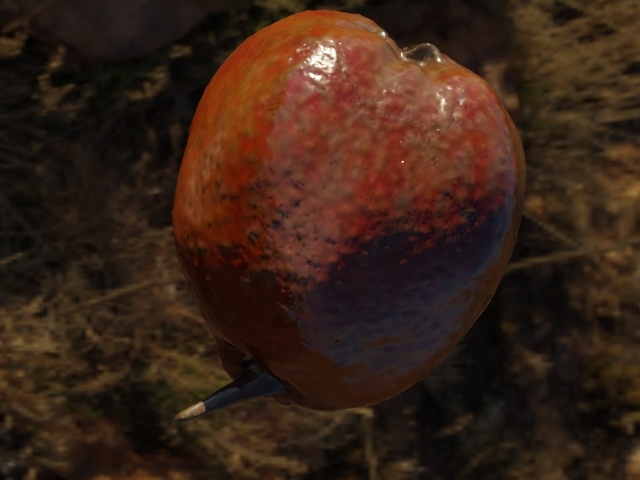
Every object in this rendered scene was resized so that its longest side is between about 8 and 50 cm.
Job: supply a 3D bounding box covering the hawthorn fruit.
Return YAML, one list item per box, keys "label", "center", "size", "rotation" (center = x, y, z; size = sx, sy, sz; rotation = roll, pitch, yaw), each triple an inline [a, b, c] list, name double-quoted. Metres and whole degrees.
- label: "hawthorn fruit"
  center: [0.000, 0.000, 1.009]
  size: [0.210, 0.210, 0.262]
  rotation: [26, 96, -38]
